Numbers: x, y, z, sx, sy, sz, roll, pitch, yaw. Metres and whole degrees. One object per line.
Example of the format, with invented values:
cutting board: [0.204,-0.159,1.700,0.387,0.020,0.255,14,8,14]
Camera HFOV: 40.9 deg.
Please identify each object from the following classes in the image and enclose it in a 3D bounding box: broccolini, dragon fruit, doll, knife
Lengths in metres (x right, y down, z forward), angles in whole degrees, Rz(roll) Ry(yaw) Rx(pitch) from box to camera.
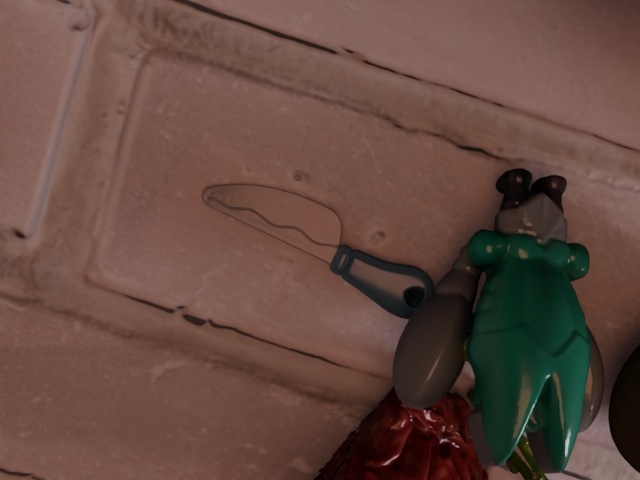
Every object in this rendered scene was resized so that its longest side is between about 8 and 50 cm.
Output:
broccolini: [0.221,0.230,0.844,0.058,0.067,0.216,-31,89,3]
dragon fruit: [0.030,0.274,0.805,0.240,0.302,0.330,17,83,30]
doll: [0.189,0.081,0.775,0.195,0.153,0.258,33,72,3]
knife: [0.002,-0.002,0.821,0.244,0.032,0.058,31,102,0]

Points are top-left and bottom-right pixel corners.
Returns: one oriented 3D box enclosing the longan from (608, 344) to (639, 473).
longan: [0.356,0.151,0.773,0.187,0.167,0.167,-24,99,27]
